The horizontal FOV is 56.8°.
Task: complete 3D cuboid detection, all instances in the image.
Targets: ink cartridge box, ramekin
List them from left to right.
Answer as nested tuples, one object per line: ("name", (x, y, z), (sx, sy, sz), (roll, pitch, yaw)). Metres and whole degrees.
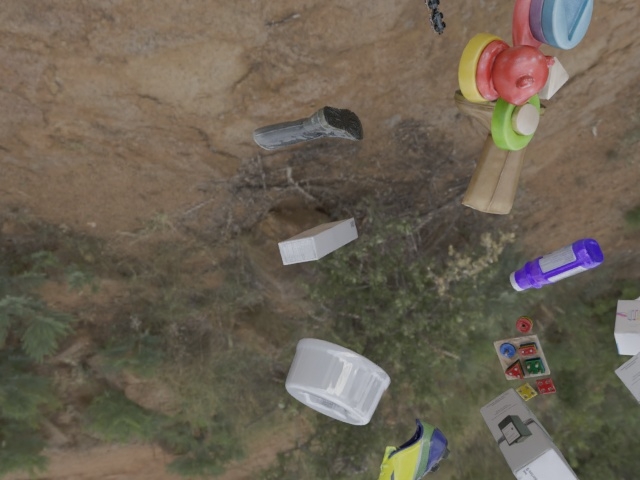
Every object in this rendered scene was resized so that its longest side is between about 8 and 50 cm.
("ramekin", (0.038, 0.390, 1.611), (0.277, 0.135, 0.277), (21, 155, 11))
("ink cartridge box", (0.576, 0.575, 1.607), (0.121, 0.289, 0.211), (-37, 105, 9))
("ink cartridge box", (0.871, 0.233, 1.635), (0.090, 0.143, 0.092), (-4, 129, 35))
("ink cartridge box", (0.840, 0.384, 1.436), (0.148, 0.203, 0.086), (19, 121, -38))

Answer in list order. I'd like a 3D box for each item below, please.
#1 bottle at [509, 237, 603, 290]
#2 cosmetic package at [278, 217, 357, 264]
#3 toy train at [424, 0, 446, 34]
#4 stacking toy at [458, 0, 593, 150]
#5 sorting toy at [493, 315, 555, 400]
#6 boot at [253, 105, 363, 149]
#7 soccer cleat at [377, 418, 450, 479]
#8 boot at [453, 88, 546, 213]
("bottle", (0.724, 0.082, 1.842), (0.118, 0.092, 0.283), (-5, 161, -40))
("cosmetic package", (0.000, 0.000, 1.477), (0.099, 0.060, 0.239), (-8, -171, 29))
("toy train", (0.222, -0.488, 1.194), (0.027, 0.036, 0.158), (-33, 132, -4))
("stacking toy", (0.419, -0.317, 1.097), (0.309, 0.130, 0.279), (-51, 133, -14))
("sorting toy", (0.606, 0.367, 1.784), (0.132, 0.274, 0.046), (-17, -170, 32))
("boot", (-0.026, -0.255, 1.413), (0.208, 0.076, 0.189), (-17, 162, 36))
("soccer cleat", (0.173, 0.540, 1.369), (0.289, 0.121, 0.093), (-47, -178, -9))
("boot", (0.385, -0.199, 1.376), (0.236, 0.089, 0.269), (7, 117, -13))
